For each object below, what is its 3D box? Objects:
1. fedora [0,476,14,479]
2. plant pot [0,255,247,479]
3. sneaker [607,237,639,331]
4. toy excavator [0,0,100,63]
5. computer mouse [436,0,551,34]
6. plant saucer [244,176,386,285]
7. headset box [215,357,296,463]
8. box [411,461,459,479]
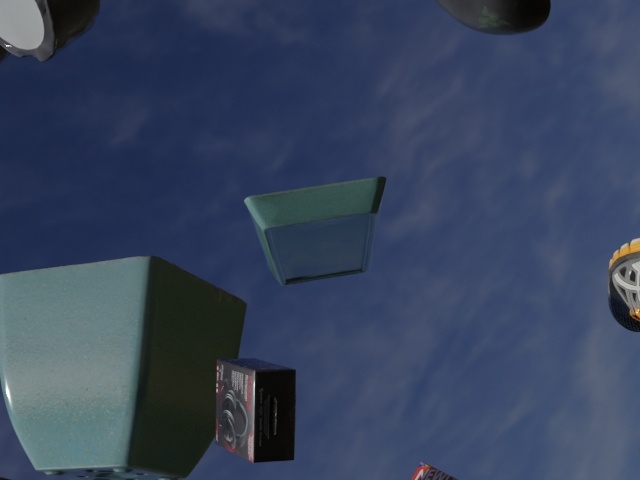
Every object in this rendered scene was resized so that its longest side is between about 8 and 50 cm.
[{"bbox_3d":[-0.141,0.210,0.324,0.275,0.244,0.124,-47,-2,-31],"label":"fedora"},{"bbox_3d":[-0.261,0.183,1.513,0.247,0.248,0.252,36,-129,-59],"label":"plant pot"},{"bbox_3d":[0.286,0.040,0.929,0.215,0.084,0.083,115,168,-67],"label":"sneaker"},{"bbox_3d":[-0.358,-0.370,0.998,0.222,0.433,0.445,-46,-65,-34],"label":"toy excavator"},{"bbox_3d":[0.144,-0.327,1.357,0.072,0.272,0.188,-48,-3,-29],"label":"computer mouse"},{"bbox_3d":[0.000,0.000,0.629,0.067,0.018,0.192,-9,-10,-1],"label":"plant saucer"},{"bbox_3d":[-0.044,0.115,0.796,0.032,0.083,0.062,1,-89,-24],"label":"headset box"},{"bbox_3d":[0.155,0.378,0.956,0.177,0.290,0.279,37,-102,-30],"label":"box"}]
